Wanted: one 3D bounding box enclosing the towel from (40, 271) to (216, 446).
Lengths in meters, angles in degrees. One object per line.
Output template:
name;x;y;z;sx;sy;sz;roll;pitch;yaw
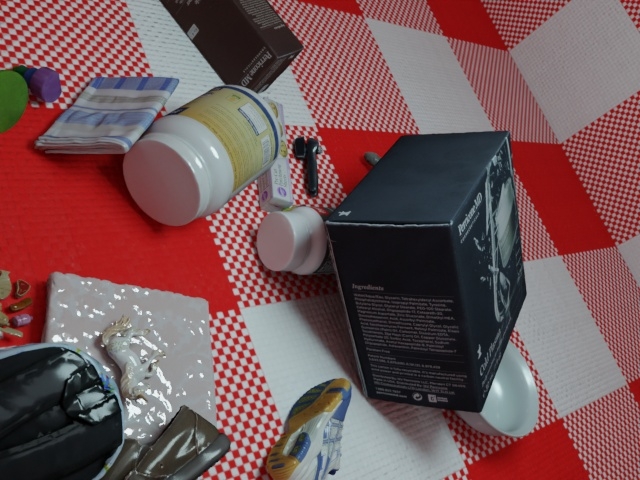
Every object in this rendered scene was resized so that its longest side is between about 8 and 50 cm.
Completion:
towel;-0.345;0.227;1.305;0.331;0.053;0.317;16;51;-35

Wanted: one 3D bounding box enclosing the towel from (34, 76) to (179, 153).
towel;-0.436;-0.267;1.491;0.285;0.209;0.034;-70;158;-47

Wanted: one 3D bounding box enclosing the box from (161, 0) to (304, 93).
box;-0.243;-0.580;1.883;0.381;0.191;0.143;50;40;-1

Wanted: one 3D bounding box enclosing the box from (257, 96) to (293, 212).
box;-0.124;-0.219;1.830;0.067;0.063;0.324;17;52;-33

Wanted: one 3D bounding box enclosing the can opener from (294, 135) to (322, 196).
can opener;-0.024;-0.198;1.926;0.059;0.073;0.186;61;18;-63

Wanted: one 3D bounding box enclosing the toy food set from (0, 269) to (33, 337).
toy food set;-0.532;0.113;1.240;0.078;0.019;0.122;26;39;-29

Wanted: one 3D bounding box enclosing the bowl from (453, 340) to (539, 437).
bowl;0.415;0.378;1.852;0.297;0.134;0.298;24;47;-29

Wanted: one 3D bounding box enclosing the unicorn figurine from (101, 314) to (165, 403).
unicorn figurine;-0.325;0.214;1.258;0.162;0.060;0.111;42;38;12

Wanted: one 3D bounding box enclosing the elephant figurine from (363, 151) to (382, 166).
elephant figurine;0.224;-0.135;2.055;0.239;0.186;0.169;24;90;-16

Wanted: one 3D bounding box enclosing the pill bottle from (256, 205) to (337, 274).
pill bottle;0.000;0.000;1.712;0.283;0.161;0.161;0;62;-44

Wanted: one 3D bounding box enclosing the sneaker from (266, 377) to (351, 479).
sneaker;-0.006;0.410;1.475;0.131;0.111;0.296;61;39;-17

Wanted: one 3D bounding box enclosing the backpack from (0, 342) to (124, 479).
backpack;-0.453;0.282;1.002;0.355;0.273;0.290;-29;88;-13

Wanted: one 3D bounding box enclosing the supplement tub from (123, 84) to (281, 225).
supplement tub;-0.251;-0.187;1.558;0.228;0.228;0.316;49;40;-5

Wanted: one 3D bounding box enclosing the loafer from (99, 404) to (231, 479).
loafer;-0.314;0.390;1.151;0.366;0.134;0.130;-30;79;-45

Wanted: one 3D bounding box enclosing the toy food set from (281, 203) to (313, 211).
toy food set;-0.056;-0.065;1.765;0.083;0.082;0.020;-13;70;-1

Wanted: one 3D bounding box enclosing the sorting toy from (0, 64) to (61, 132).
sorting toy;-0.662;-0.275;1.358;0.126;0.127;0.365;26;35;15

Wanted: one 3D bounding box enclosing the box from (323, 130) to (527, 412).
box;0.272;0.052;1.674;0.480;0.297;0.472;-49;132;-49
